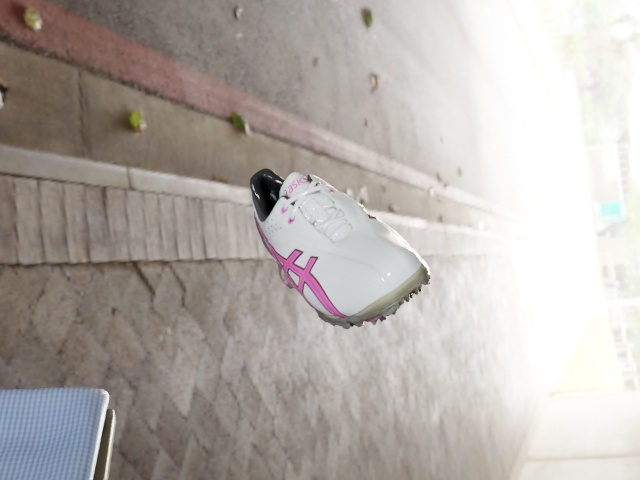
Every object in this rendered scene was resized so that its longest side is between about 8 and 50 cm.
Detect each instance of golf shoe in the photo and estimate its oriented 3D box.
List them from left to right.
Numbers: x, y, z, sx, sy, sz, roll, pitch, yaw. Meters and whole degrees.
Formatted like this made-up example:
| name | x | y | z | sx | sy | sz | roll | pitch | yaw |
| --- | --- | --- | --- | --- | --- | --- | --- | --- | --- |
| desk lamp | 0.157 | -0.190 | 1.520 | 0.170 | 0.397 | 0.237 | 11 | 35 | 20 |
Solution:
| name | x | y | z | sx | sy | sz | roll | pitch | yaw |
| --- | --- | --- | --- | --- | --- | --- | --- | --- | --- |
| golf shoe | 0.000 | 0.000 | 0.567 | 0.086 | 0.067 | 0.186 | 58 | -16 | -23 |

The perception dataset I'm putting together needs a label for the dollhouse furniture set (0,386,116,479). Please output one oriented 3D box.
| name | x | y | z | sx | sy | sz | roll | pitch | yaw |
| --- | --- | --- | --- | --- | --- | --- | --- | --- | --- |
| dollhouse furniture set | -0.245 | 0.077 | 0.498 | 0.286 | 0.304 | 0.198 | -99 | -171 | -61 |
